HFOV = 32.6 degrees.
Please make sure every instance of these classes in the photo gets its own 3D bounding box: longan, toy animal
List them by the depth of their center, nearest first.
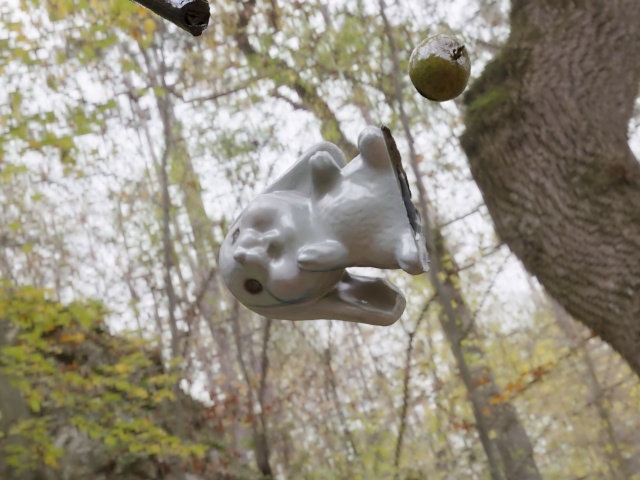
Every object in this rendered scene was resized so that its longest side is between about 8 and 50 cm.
[{"bbox_3d":[0.129,-0.184,1.150,0.075,0.075,0.083,0,-25,-29],"label":"longan"},{"bbox_3d":[0.010,-0.017,1.443,0.289,0.249,0.174,2,-14,14],"label":"toy animal"}]

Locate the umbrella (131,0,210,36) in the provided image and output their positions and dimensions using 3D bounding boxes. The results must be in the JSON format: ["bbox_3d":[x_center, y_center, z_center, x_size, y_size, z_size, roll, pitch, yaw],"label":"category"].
[{"bbox_3d":[-0.137,-0.212,0.941,0.036,0.133,0.031,-54,-40,-2],"label":"umbrella"}]
